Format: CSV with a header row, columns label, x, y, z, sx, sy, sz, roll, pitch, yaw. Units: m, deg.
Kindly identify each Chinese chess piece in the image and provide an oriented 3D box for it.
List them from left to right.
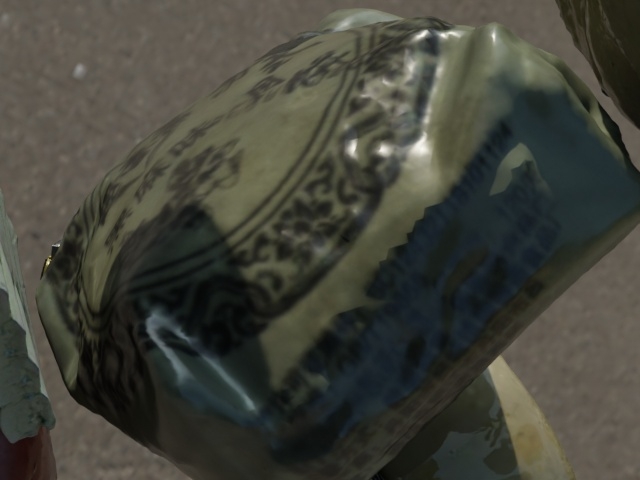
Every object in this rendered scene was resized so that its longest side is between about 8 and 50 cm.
label,x,y,z,sx,sy,sz,roll,pitch,yaw
Chinese chess piece,0.047,0.139,1.068,0.104,0.257,0.257,-30,68,-19

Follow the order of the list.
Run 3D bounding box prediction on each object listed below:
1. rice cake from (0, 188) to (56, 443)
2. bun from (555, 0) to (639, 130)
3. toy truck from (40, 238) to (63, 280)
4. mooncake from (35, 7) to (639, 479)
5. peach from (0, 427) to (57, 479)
label,x,y,z,sx,sy,sz,roll,pitch,yaw
rice cake,-0.206,0.005,1.132,0.037,0.189,0.198,-16,48,-5
bun,0.222,-0.132,0.812,0.281,0.205,0.281,-1,9,0
toy truck,-0.220,0.030,1.900,0.123,0.063,0.052,10,6,0
mooncake,-0.004,-0.003,0.838,0.136,0.254,0.250,46,-7,-21
peach,-0.411,0.159,1.309,0.416,0.339,0.353,-24,104,-15
